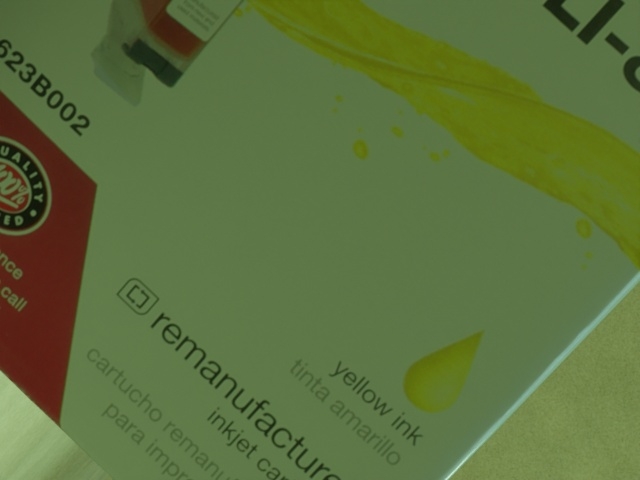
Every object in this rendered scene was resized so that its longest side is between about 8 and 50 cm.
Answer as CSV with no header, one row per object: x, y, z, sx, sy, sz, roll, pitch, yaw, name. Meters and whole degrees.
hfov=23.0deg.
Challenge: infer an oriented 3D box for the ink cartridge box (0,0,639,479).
0.027,-0.074,0.672,0.384,0.279,0.160,-48,174,14,ink cartridge box
